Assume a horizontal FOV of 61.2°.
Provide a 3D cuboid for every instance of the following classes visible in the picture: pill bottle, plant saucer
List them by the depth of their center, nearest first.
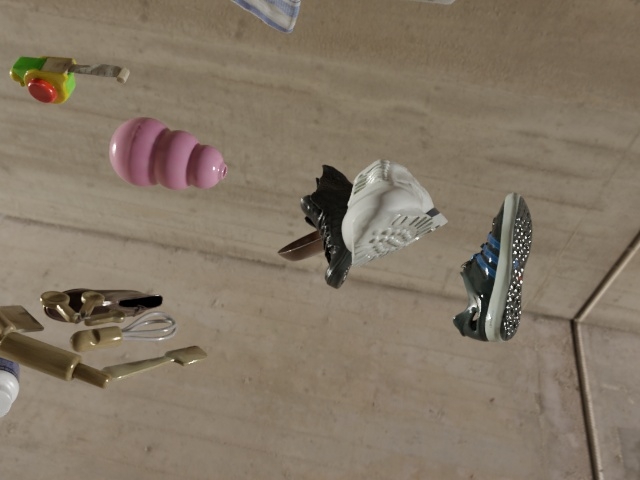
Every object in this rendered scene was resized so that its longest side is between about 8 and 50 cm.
[{"bbox_3d":[0.000,0.000,1.016,0.168,0.168,0.029,-27,-82,-26],"label":"plant saucer"},{"bbox_3d":[-0.688,0.300,1.141,0.094,0.094,0.169,-19,-154,-21],"label":"pill bottle"}]

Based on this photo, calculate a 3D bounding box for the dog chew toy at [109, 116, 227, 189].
[{"bbox_3d":[-0.439,-0.240,1.594,0.332,0.206,0.206,14,-131,3],"label":"dog chew toy"}]

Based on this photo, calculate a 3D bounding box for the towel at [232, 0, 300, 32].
[{"bbox_3d":[-0.131,-0.502,1.026,0.209,0.285,0.034,30,-94,-7],"label":"towel"}]

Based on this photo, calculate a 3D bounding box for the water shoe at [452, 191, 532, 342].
[{"bbox_3d":[0.218,0.028,0.699,0.080,0.073,0.203,-1,-117,39],"label":"water shoe"}]

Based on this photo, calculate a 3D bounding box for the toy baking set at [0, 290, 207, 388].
[{"bbox_3d":[-0.275,0.111,0.663,0.256,0.030,0.197,20,-163,6],"label":"toy baking set"}]

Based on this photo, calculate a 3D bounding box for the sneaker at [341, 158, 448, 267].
[{"bbox_3d":[0.063,-0.036,0.556,0.090,0.235,0.094,-29,-96,17],"label":"sneaker"}]

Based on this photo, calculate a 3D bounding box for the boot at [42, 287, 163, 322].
[{"bbox_3d":[-0.552,0.157,1.379,0.248,0.207,0.090,2,-100,-39],"label":"boot"}]

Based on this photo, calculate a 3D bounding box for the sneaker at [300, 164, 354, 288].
[{"bbox_3d":[0.011,-0.021,0.634,0.089,0.051,0.170,25,-134,3],"label":"sneaker"}]

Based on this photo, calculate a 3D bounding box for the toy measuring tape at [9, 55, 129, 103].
[{"bbox_3d":[-0.637,-0.404,1.392,0.330,0.121,0.121,7,-132,7],"label":"toy measuring tape"}]

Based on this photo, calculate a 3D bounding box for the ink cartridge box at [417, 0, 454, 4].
[{"bbox_3d":[0.188,-0.537,0.767,0.130,0.309,0.272,3,-172,-7],"label":"ink cartridge box"}]
